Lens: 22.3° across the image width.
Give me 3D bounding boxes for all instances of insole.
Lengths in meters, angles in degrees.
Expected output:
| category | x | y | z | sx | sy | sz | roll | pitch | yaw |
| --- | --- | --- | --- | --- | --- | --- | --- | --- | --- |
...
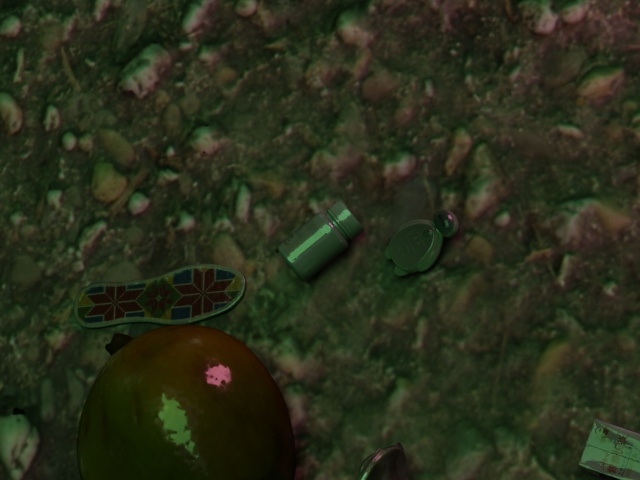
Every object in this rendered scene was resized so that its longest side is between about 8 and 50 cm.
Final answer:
| category | x | y | z | sx | sy | sz | roll | pitch | yaw |
| --- | --- | --- | --- | --- | --- | --- | --- | --- | --- |
| insole | -0.169 | 0.060 | 1.691 | 0.193 | 0.006 | 0.065 | -6 | 67 | 16 |

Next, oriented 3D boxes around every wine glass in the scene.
| category | x | y | z | sx | sy | sz | roll | pitch | yaw |
| --- | --- | --- | --- | --- | --- | --- | --- | --- | --- |
| wine glass | 0.121 | 0.255 | 1.459 | 0.183 | 0.122 | 0.122 | 21 | 77 | 28 |

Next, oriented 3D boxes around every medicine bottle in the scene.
| category | x | y | z | sx | sy | sz | roll | pitch | yaw |
| --- | --- | --- | --- | --- | --- | --- | --- | --- | --- |
| medicine bottle | 0.000 | 0.000 | 1.635 | 0.083 | 0.047 | 0.047 | -39 | 63 | -1 |

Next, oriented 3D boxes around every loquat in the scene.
| category | x | y | z | sx | sy | sz | roll | pitch | yaw |
| --- | --- | --- | --- | --- | --- | --- | --- | --- | --- |
| loquat | -0.134 | 0.171 | 1.529 | 0.213 | 0.213 | 0.246 | -40 | 54 | 0 |

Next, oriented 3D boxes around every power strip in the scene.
| category | x | y | z | sx | sy | sz | roll | pitch | yaw |
| --- | --- | --- | --- | --- | --- | --- | --- | --- | --- |
| power strip | 0.104 | 0.002 | 1.614 | 0.083 | 0.035 | 0.055 | -38 | 62 | 16 |

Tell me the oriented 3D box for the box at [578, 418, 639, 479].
| category | x | y | z | sx | sy | sz | roll | pitch | yaw |
| --- | --- | --- | --- | --- | --- | --- | --- | --- | --- |
| box | 0.296 | 0.202 | 1.463 | 0.117 | 0.036 | 0.051 | 18 | 76 | 25 |
